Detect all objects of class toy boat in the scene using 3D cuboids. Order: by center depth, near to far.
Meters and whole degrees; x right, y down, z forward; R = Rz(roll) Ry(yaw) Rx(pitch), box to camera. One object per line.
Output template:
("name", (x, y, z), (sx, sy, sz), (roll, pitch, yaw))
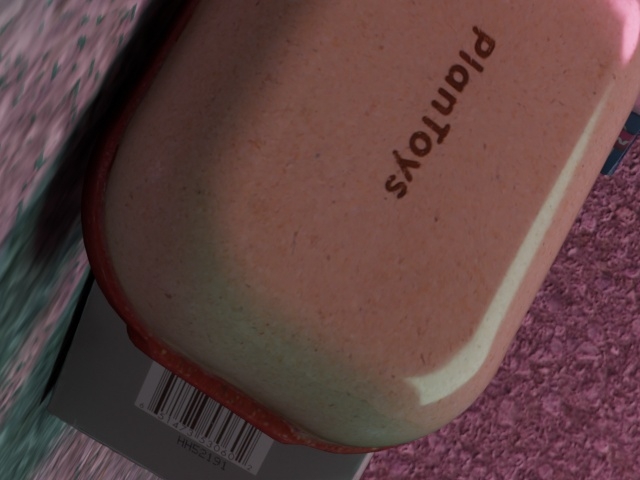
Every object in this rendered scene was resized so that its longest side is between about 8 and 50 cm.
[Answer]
("toy boat", (0.006, -0.049, 0.625), (0.151, 0.151, 0.231), (4, -119, 60))

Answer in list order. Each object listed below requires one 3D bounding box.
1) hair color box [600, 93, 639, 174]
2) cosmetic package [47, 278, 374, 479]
("hair color box", (0.169, -0.231, 1.014), (0.347, 0.174, 0.105), (-61, 176, -14))
("cosmetic package", (0.000, 0.000, 0.775), (0.238, 0.127, 0.107), (-54, 171, -53))
